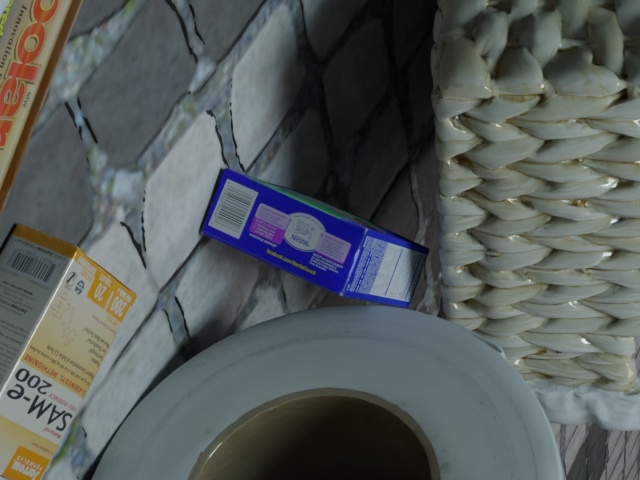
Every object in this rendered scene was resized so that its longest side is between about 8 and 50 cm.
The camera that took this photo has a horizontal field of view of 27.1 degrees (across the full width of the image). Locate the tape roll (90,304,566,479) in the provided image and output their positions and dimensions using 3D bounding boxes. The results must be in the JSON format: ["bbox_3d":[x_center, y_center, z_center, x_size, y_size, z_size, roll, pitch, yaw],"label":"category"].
[{"bbox_3d":[0.016,0.177,0.690,0.246,0.246,0.169,-56,143,-29],"label":"tape roll"}]

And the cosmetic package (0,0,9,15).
[{"bbox_3d":[-0.157,-0.127,0.266,0.085,0.117,0.231,-67,158,-9],"label":"cosmetic package"}]

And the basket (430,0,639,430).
[{"bbox_3d":[0.232,-0.087,0.793,0.266,0.329,0.331,77,18,-45],"label":"basket"}]

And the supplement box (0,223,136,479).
[{"bbox_3d":[-0.126,0.051,0.571,0.098,0.036,0.062,-64,155,-13],"label":"supplement box"}]

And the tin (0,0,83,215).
[{"bbox_3d":[-0.134,-0.054,0.439,0.106,0.040,0.189,-4,122,-62],"label":"tin"}]

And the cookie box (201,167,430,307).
[{"bbox_3d":[0.000,0.000,0.737,0.040,0.092,0.107,-67,157,3],"label":"cookie box"}]
